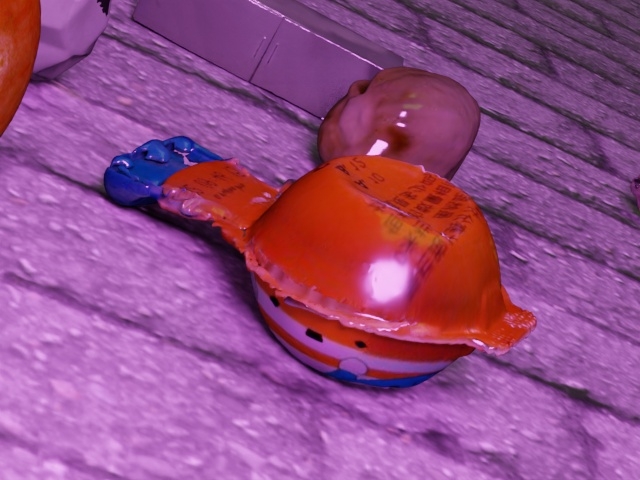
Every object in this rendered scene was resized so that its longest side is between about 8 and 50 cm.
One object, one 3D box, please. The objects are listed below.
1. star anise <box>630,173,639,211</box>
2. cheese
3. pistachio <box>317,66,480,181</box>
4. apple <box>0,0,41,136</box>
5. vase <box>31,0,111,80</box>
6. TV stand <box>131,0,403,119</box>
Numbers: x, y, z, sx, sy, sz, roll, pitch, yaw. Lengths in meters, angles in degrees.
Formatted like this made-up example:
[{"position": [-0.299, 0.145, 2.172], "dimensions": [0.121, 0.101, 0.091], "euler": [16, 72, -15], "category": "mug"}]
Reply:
[{"position": [0.470, -0.017, 1.714], "dimensions": [0.208, 0.063, 0.172], "euler": [33, 18, 16], "category": "star anise"}, {"position": [0.000, 0.000, 1.025], "dimensions": [0.329, 0.129, 0.217], "euler": [24, 23, 18], "category": "cheese"}, {"position": [0.080, -0.095, 1.327], "dimensions": [0.129, 0.131, 0.206], "euler": [-9, -1, 29], "category": "pistachio"}, {"position": [-0.284, -0.129, 0.798], "dimensions": [0.246, 0.246, 0.226], "euler": [26, 31, -9], "category": "apple"}, {"position": [-0.336, -0.218, 1.053], "dimensions": [0.360, 0.165, 0.165], "euler": [6, 32, -36], "category": "vase"}, {"position": [-0.050, -0.206, 1.449], "dimensions": [0.269, 0.083, 0.088], "euler": [27, 21, -6], "category": "TV stand"}]
